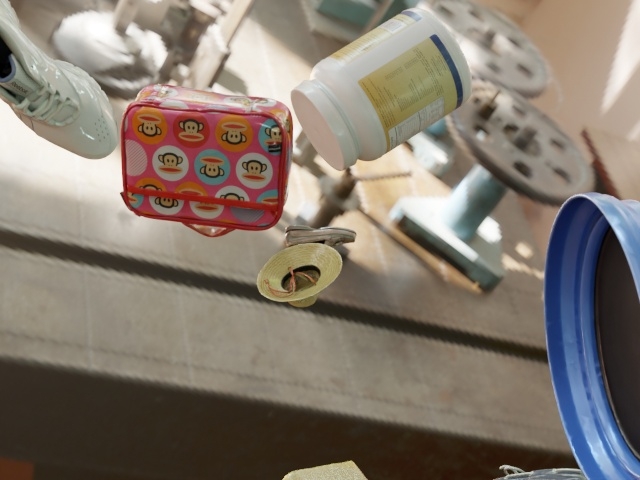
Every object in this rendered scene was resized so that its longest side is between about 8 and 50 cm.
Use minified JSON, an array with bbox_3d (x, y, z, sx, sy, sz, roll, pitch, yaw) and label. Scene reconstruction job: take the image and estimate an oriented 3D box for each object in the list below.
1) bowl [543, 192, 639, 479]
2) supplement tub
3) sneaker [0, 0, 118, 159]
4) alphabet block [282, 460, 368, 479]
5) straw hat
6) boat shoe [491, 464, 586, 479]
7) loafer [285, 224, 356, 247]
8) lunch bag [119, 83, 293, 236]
[{"bbox_3d":[0.378,0.132,1.473,0.077,0.391,0.391,-5,44,-6],"label":"bowl"},{"bbox_3d":[0.120,-0.301,2.340,0.316,0.228,0.228,-32,65,-12],"label":"supplement tub"},{"bbox_3d":[-0.369,-0.195,1.459,0.297,0.111,0.129,43,10,-34],"label":"sneaker"},{"bbox_3d":[0.006,0.461,1.683,0.197,0.192,0.193,48,18,25],"label":"alphabet block"},{"bbox_3d":[-0.029,0.072,1.863,0.144,0.061,0.144,-10,36,8],"label":"straw hat"},{"bbox_3d":[0.294,0.372,1.671,0.079,0.254,0.095,-36,99,-47],"label":"boat shoe"},{"bbox_3d":[0.000,0.000,2.023,0.125,0.045,0.039,4,62,0],"label":"loafer"},{"bbox_3d":[-0.196,-0.126,2.004,0.293,0.258,0.120,7,26,5],"label":"lunch bag"}]
